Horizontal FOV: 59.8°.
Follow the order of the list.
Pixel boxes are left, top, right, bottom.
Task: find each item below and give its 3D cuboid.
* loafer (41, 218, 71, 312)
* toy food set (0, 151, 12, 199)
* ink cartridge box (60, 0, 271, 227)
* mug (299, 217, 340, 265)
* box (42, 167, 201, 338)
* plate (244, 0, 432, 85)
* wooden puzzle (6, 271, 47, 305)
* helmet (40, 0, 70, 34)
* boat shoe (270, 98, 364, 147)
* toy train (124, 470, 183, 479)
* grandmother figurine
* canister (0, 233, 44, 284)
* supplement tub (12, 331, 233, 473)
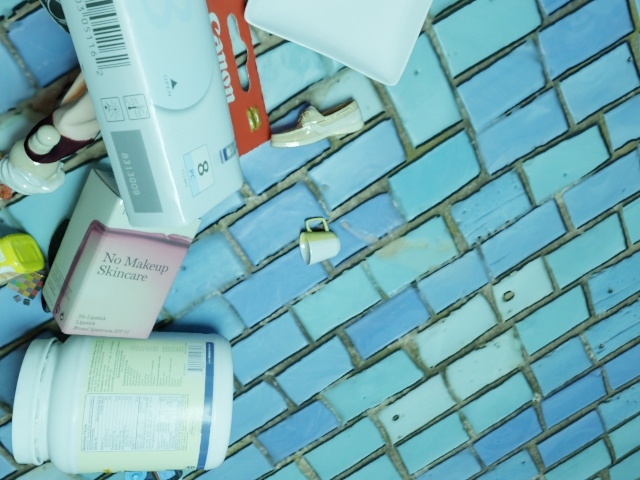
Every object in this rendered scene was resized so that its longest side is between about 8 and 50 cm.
[{"bbox_3d":[-0.429,0.043,0.948,0.061,0.062,0.170,5,115,-39],"label":"loafer"},{"bbox_3d":[-0.527,-0.100,0.883,0.083,0.020,0.082,-20,114,-6],"label":"toy food set"},{"bbox_3d":[-0.144,-0.230,0.735,0.091,0.385,0.308,0,115,24],"label":"ink cartridge box"},{"bbox_3d":[0.001,0.003,1.027,0.064,0.062,0.078,-10,119,-18],"label":"mug"},{"bbox_3d":[-0.320,0.026,0.894,0.149,0.127,0.232,15,107,-45],"label":"box"},{"bbox_3d":[0.052,-0.426,0.879,0.277,0.045,0.278,18,106,-18],"label":"plate"},{"bbox_3d":[-0.507,0.072,0.962,0.049,0.006,0.083,35,100,-22],"label":"wooden puzzle"},{"bbox_3d":[-0.290,-0.365,0.760,0.162,0.169,0.169,-12,114,10],"label":"helmet"},{"bbox_3d":[-0.010,-0.200,0.947,0.170,0.063,0.059,-18,111,-16],"label":"boat shoe"},{"bbox_3d":[-0.336,0.431,1.104,0.105,0.080,0.184,-20,114,-12],"label":"toy train"},{"bbox_3d":[-0.351,-0.176,0.804,0.342,0.208,0.104,-31,95,26],"label":"grandmother figurine"},{"bbox_3d":[-0.544,0.051,0.880,0.170,0.126,0.073,-24,95,-6],"label":"canister"},{"bbox_3d":[-0.325,0.273,0.958,0.325,0.235,0.235,4,110,-14],"label":"supplement tub"}]
